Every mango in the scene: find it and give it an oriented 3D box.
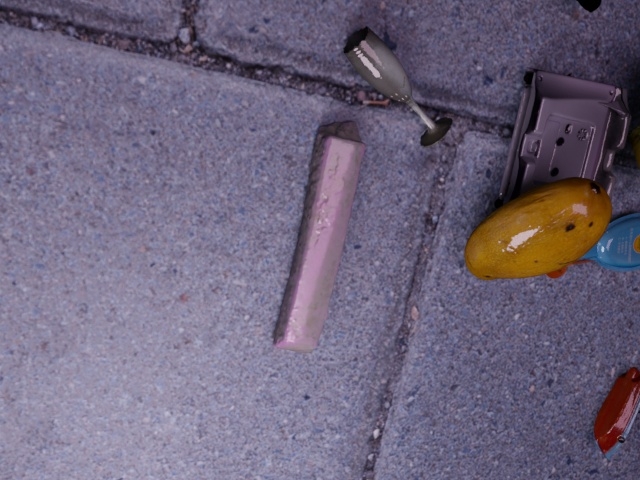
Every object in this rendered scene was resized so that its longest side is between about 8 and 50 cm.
[{"bbox_3d":[0.328,-0.004,1.363,0.157,0.109,0.262,15,137,-38],"label":"mango"}]

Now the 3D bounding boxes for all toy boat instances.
[{"bbox_3d":[0.554,0.318,1.623,0.058,0.069,0.173,28,88,-17],"label":"toy boat"}]

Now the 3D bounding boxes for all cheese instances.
[{"bbox_3d":[0.490,0.010,1.533,0.256,0.037,0.106,-7,106,-18],"label":"cheese"}]

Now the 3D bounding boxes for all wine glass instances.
[{"bbox_3d":[0.112,-0.225,1.305,0.066,0.066,0.198,-48,116,-3],"label":"wine glass"}]

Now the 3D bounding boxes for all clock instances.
[{"bbox_3d":[0.388,-0.140,1.425,0.186,0.083,0.253,6,102,-22],"label":"clock"}]

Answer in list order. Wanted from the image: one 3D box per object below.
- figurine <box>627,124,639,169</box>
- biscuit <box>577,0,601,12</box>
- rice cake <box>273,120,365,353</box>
[{"bbox_3d":[0.647,-0.207,1.405,0.231,0.323,0.340,40,91,14],"label":"figurine"},{"bbox_3d":[0.439,-0.475,1.363,0.235,0.063,0.151,-49,116,-6],"label":"biscuit"},{"bbox_3d":[0.000,0.000,1.325,0.072,0.056,0.365,8,101,-25],"label":"rice cake"}]
